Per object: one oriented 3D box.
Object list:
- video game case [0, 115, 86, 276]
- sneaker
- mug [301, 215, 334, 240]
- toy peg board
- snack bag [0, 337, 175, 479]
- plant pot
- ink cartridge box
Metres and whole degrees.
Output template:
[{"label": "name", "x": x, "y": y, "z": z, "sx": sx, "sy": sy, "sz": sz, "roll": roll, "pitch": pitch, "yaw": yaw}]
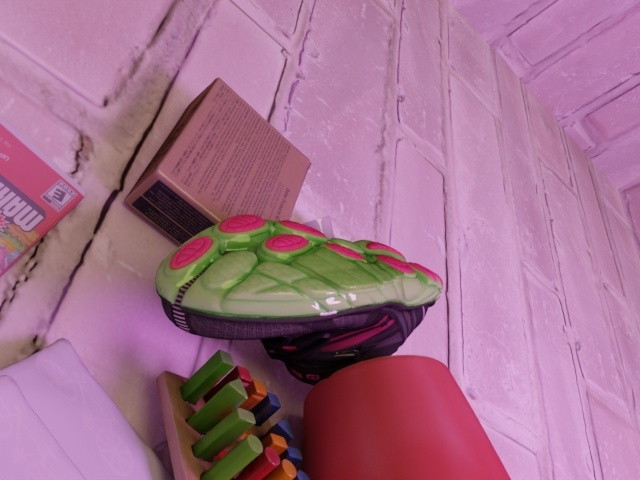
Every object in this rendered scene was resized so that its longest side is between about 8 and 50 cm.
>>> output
[{"label": "video game case", "x": -0.382, "y": -0.034, "z": 0.550, "sx": 0.204, "sy": 0.025, "sz": 0.285, "roll": 45, "pitch": 39, "yaw": -17}, {"label": "sneaker", "x": 0.004, "y": 0.097, "z": 0.724, "sx": 0.185, "sy": 0.202, "sz": 0.483, "roll": 30, "pitch": 10, "yaw": 35}, {"label": "mug", "x": 0.001, "y": -0.001, "z": 0.935, "sx": 0.078, "sy": 0.062, "sz": 0.064, "roll": -17, "pitch": 85, "yaw": -46}, {"label": "toy peg board", "x": -0.073, "y": 0.203, "z": 0.619, "sx": 0.160, "sy": 0.079, "sz": 0.161, "roll": 35, "pitch": 17, "yaw": -41}, {"label": "snack bag", "x": -0.146, "y": 0.221, "z": 0.435, "sx": 0.323, "sy": 0.037, "sz": 0.342, "roll": 52, "pitch": -5, "yaw": -2}, {"label": "plant pot", "x": 0.094, "y": 0.287, "z": 0.693, "sx": 0.275, "sy": 0.275, "sz": 0.243, "roll": 23, "pitch": 39, "yaw": -38}, {"label": "ink cartridge box", "x": -0.129, "y": -0.085, "z": 0.821, "sx": 0.193, "sy": 0.088, "sz": 0.234, "roll": 42, "pitch": 39, "yaw": -23}]
